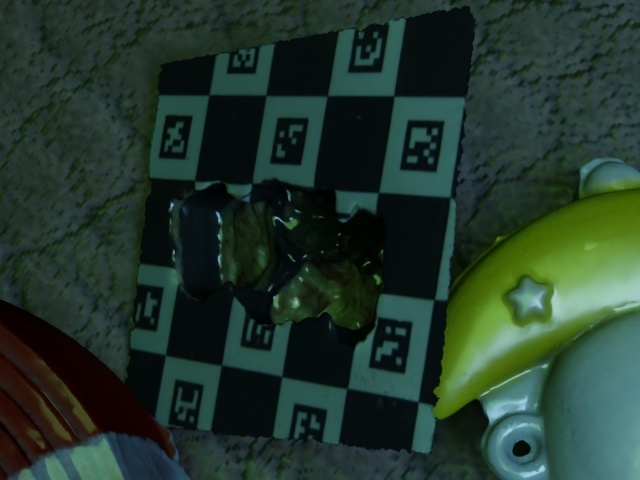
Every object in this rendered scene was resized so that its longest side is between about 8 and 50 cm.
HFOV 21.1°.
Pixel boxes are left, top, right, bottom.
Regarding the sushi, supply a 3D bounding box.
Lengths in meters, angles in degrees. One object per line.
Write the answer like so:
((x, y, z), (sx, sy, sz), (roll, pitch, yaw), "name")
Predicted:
((0.000, 0.000, 0.814), (0.215, 0.050, 0.192), (-1, 80, 46), "sushi")

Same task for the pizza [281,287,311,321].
((0.000, 0.017, 0.859), (0.037, 0.016, 0.083), (28, 83, 18), "pizza")

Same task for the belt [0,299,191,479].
((-0.201, 0.124, 0.799), (0.324, 0.115, 0.227), (16, 85, 13), "belt")

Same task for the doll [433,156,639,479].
((0.157, 0.081, 0.782), (0.237, 0.111, 0.252), (-4, 73, -8), "doll")
